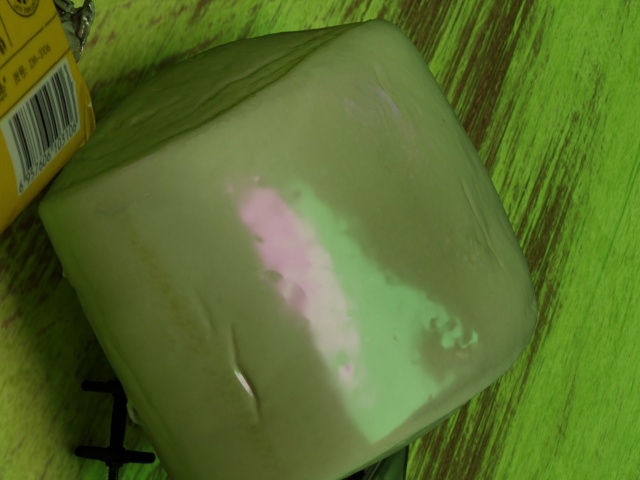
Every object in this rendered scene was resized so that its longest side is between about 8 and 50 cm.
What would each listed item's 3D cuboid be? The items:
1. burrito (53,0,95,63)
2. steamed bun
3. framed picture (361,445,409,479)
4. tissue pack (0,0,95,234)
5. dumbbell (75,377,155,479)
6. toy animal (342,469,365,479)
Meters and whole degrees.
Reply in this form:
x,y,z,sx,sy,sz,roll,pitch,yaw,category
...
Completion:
x,y,z,sx,sy,sz,roll,pitch,yaw,category
-0.223,-0.135,1.512,0.055,0.041,0.149,31,68,-39,burrito
0.000,0.000,1.578,0.371,0.290,0.456,66,29,-10,steamed bun
0.052,0.294,1.904,0.231,0.010,0.173,93,23,-44,framed picture
-0.333,-0.085,1.123,0.382,0.228,0.293,-60,137,-56,tissue pack
-0.171,0.154,1.578,0.069,0.069,0.147,14,81,-57,dumbbell
0.009,0.164,1.862,0.103,0.100,0.208,-5,101,-18,toy animal
